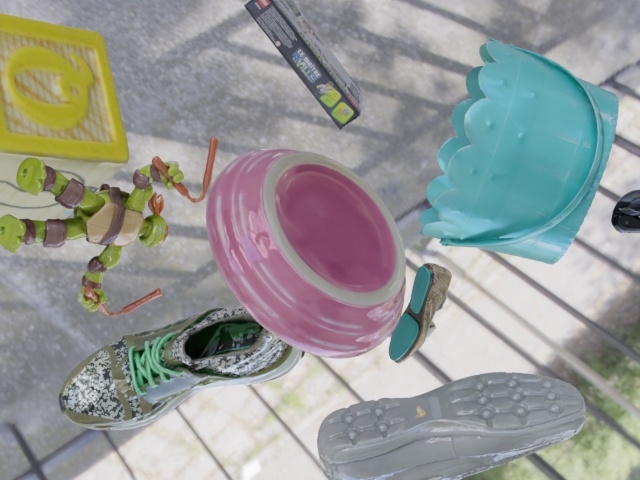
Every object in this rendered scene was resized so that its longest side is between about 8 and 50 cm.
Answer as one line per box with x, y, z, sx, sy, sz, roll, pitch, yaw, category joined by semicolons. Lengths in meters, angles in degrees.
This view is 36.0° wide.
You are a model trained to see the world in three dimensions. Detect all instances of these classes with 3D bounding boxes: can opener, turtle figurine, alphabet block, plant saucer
0.457;-0.034;1.252;0.186;0.073;0.059;0;100;-14;can opener
-0.250;-0.035;1.147;0.217;0.087;0.269;15;118;-44;turtle figurine
-0.378;-0.142;1.213;0.192;0.193;0.197;0;156;-43;alphabet block
0.000;0.000;1.378;0.332;0.332;0.084;5;147;-42;plant saucer

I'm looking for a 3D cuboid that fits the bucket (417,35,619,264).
0.256;-0.109;1.287;0.281;0.183;0.281;18;90;-89;bucket

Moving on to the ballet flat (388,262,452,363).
0.183;0.133;1.746;0.067;0.073;0.206;3;123;-30;ballet flat

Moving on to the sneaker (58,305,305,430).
-0.231;0.179;1.556;0.410;0.158;0.182;-20;162;0;sneaker

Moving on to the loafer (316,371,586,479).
0.157;0.237;1.180;0.319;0.112;0.111;-10;124;7;loafer

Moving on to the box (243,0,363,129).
-0.018;-0.254;1.326;0.036;0.114;0.207;-34;106;17;box
